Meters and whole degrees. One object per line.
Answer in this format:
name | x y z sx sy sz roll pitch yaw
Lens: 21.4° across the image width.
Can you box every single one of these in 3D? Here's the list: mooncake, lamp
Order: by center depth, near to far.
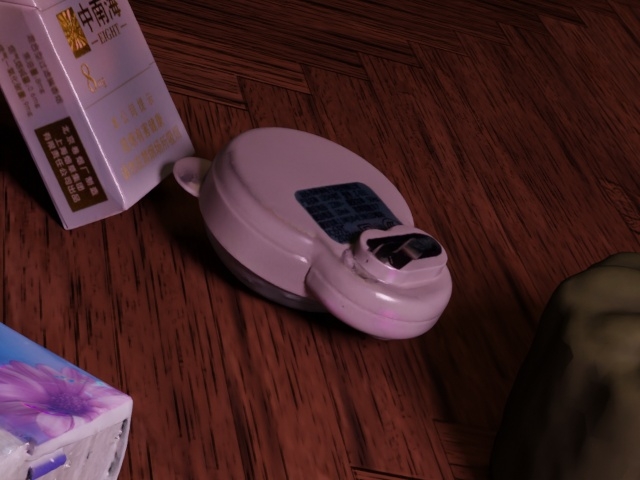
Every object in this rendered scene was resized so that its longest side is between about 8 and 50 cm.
mooncake | 0.311 0.153 1.218 0.356 0.194 0.356 17 27 -9
lamp | 0.000 0.003 1.366 0.179 0.108 0.246 -12 43 -43

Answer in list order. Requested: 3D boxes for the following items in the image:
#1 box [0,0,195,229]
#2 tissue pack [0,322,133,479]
box | -0.202 -0.148 1.380 0.067 0.243 0.155 -18 15 22
tissue pack | -0.250 0.114 0.837 0.263 0.198 0.146 28 25 19
